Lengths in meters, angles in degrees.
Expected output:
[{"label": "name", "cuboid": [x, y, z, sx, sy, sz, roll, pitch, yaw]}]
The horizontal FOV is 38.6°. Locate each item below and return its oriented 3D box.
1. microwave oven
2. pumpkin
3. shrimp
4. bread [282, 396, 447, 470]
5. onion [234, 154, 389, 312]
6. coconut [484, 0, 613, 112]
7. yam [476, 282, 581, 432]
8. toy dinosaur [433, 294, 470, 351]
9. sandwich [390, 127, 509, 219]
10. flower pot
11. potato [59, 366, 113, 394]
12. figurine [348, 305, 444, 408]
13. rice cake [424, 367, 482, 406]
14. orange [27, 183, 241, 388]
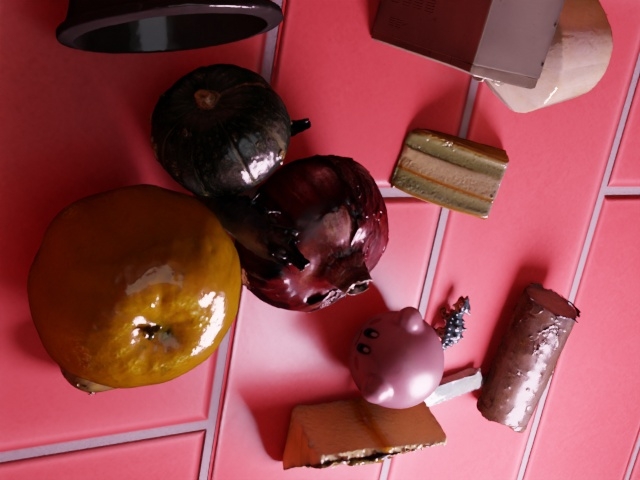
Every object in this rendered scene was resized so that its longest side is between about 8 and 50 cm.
[{"label": "microwave oven", "cuboid": [0.212, -0.338, 1.307, 0.145, 0.240, 0.194, 8, 107, -35]}, {"label": "pumpkin", "cuboid": [-0.132, -0.146, 1.201, 0.190, 0.190, 0.146, -43, 130, -10]}, {"label": "shrimp", "cuboid": [-0.059, -0.077, 1.236, 0.198, 0.262, 0.051, -48, 141, -3]}, {"label": "bread", "cuboid": [0.071, 0.346, 1.604, 0.266, 0.142, 0.178, 2, 149, -25]}, {"label": "onion", "cuboid": [0.000, 0.000, 1.339, 0.252, 0.219, 0.252, -20, 132, -24]}, {"label": "coconut", "cuboid": [0.337, -0.306, 1.438, 0.222, 0.202, 0.202, -13, 118, -32]}, {"label": "yam", "cuboid": [0.400, 0.231, 1.779, 0.131, 0.131, 0.280, 10, 107, -37]}, {"label": "toy dinosaur", "cuboid": [0.239, 0.170, 1.686, 0.049, 0.055, 0.154, 12, 102, -41]}, {"label": "sandwich", "cuboid": [0.221, -0.122, 1.563, 0.187, 0.144, 0.117, 19, 103, -2]}, {"label": "flower pot", "cuboid": [-0.182, -0.321, 1.076, 0.269, 0.269, 0.166, -7, 93, -32]}, {"label": "potato", "cuboid": [-0.305, 0.173, 1.310, 0.138, 0.070, 0.092, -3, 119, -33]}, {"label": "figurine", "cuboid": [0.128, 0.202, 1.552, 0.173, 0.173, 0.173, -15, 119, -28]}, {"label": "rice cake", "cuboid": [0.223, 0.287, 1.743, 0.210, 0.034, 0.043, -12, 109, -29]}, {"label": "orange", "cuboid": [-0.241, 0.056, 1.195, 0.279, 0.235, 0.279, -15, 129, -19]}]
